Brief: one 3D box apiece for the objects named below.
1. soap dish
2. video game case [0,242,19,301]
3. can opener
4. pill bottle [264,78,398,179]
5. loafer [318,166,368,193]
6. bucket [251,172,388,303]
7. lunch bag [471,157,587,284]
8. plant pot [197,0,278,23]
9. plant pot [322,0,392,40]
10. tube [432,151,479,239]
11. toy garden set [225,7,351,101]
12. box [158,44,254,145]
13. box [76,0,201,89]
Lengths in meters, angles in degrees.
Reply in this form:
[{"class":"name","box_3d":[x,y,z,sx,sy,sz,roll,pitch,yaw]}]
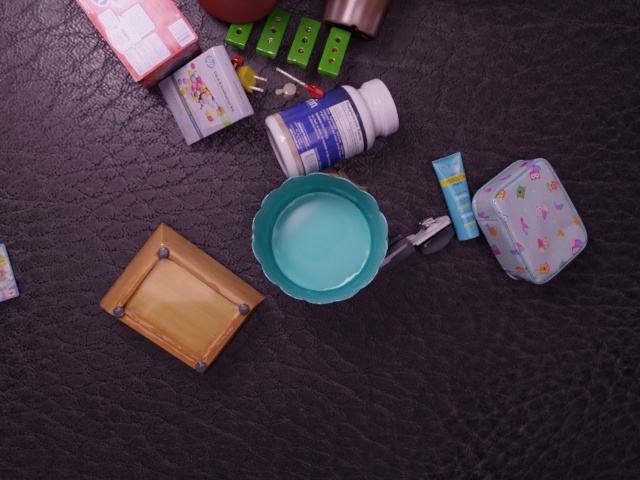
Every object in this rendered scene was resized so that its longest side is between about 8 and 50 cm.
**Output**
[{"class":"soap dish","box_3d":[-0.301,0.139,1.169,0.291,0.118,0.229,38,90,-15]},{"class":"video game case","box_3d":[-0.718,0.084,1.080,0.166,0.015,0.119,-23,107,-50]},{"class":"can opener","box_3d":[0.201,0.030,1.267,0.280,0.074,0.093,-31,104,-4]},{"class":"pill bottle","box_3d":[0.026,-0.244,1.152,0.265,0.153,0.153,-24,102,-7]},{"class":"loafer","box_3d":[0.048,-0.141,1.221,0.148,0.056,0.050,19,100,-13]},{"class":"bucket","box_3d":[0.000,0.000,1.140,0.281,0.183,0.281,0,87,2]},{"class":"lunch bag","box_3d":[0.513,-0.047,1.289,0.224,0.108,0.279,-39,106,-17]},{"class":"plant pot","box_3d":[-0.161,-0.562,0.999,0.275,0.243,0.274,1,82,-7]},{"class":"plant pot","box_3d":[0.085,-0.526,1.123,0.167,0.167,0.165,17,103,-13]},{"class":"tube","box_3d":[0.334,-0.105,1.288,0.080,0.052,0.207,-21,97,-21]},{"class":"toy garden set","box_3d":[-0.082,-0.382,1.125,0.244,0.049,0.203,18,76,-2]},{"class":"box","box_3d":[-0.239,-0.294,1.093,0.186,0.038,0.145,-14,106,38]},{"class":"box","box_3d":[-0.387,-0.471,1.045,0.154,0.142,0.300,-37,103,-3]}]
